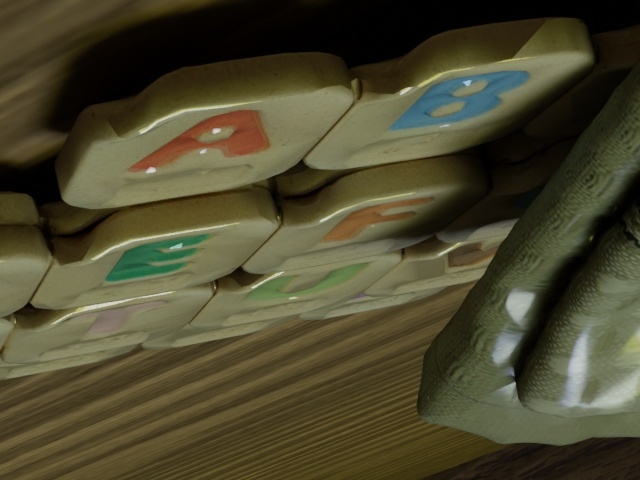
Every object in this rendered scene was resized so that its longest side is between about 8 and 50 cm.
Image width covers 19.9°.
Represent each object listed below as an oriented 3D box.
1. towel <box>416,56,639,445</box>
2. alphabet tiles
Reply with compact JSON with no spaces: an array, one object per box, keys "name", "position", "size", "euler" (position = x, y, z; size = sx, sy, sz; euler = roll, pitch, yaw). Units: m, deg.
[{"name":"towel","position":[0.215,-0.030,0.413],"size":[0.312,0.056,0.324],"euler":[-2,151,-22]},{"name":"alphabet tiles","position":[0.000,0.000,0.502],"size":[0.284,0.021,0.278],"euler":[-9,168,-19]}]
